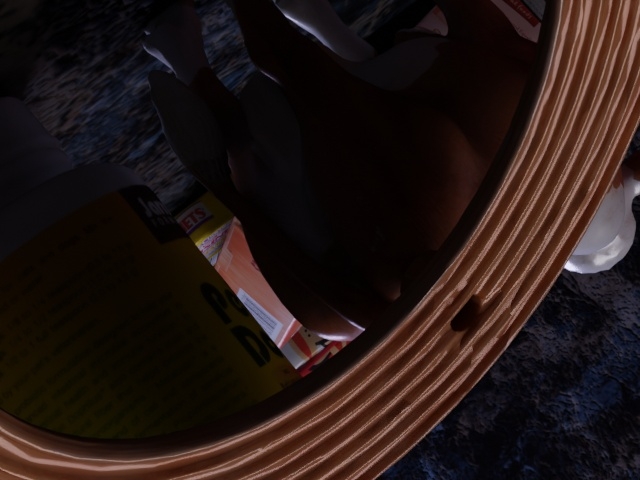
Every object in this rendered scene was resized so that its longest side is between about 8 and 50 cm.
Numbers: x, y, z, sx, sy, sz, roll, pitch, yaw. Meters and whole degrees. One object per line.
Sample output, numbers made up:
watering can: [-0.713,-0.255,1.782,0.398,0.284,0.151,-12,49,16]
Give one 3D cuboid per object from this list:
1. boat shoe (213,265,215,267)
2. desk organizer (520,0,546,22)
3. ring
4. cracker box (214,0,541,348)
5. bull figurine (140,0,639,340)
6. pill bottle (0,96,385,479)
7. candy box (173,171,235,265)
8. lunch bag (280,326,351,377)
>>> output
boat shoe: [0.000,0.000,1.246,0.258,0.089,0.109,-38,173,-18]
desk organizer: [0.078,-0.129,0.676,0.050,0.130,0.047,-41,173,-4]
ring: [-0.021,-0.041,0.502,0.336,0.032,0.337,-24,133,-29]
cracker box: [0.038,-0.052,1.091,0.232,0.067,0.156,-47,175,-18]
bull figurine: [0.043,-0.049,0.755,0.101,0.188,0.310,-42,173,23]
pill bottle: [-0.077,0.055,0.665,0.117,0.215,0.117,-39,173,-6]
candy box: [-0.116,0.032,1.098,0.206,0.027,0.105,-38,170,-13]
lunch bag: [-0.084,0.113,1.393,0.258,0.120,0.293,-36,173,-22]
